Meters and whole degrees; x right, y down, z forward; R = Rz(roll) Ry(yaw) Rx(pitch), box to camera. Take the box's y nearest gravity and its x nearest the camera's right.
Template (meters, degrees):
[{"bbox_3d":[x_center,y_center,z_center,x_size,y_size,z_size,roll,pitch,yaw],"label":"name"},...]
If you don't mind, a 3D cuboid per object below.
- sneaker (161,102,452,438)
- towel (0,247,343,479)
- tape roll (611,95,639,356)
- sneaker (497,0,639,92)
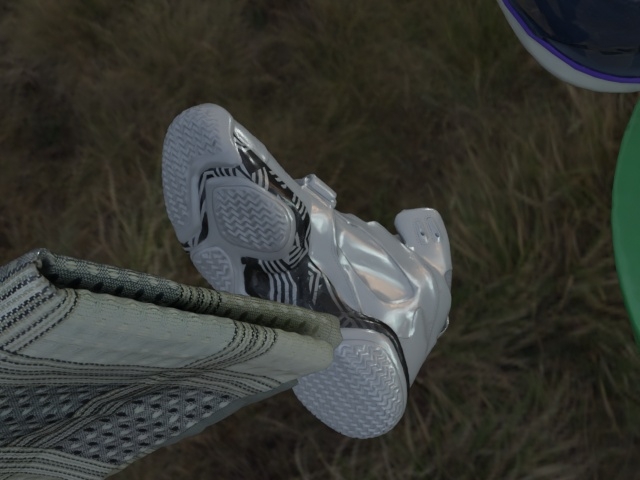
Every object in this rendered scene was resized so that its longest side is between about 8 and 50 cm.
[{"bbox_3d":[0.000,0.000,1.180,0.137,0.366,0.210,-24,13,43],"label":"sneaker"},{"bbox_3d":[-0.173,0.115,0.784,0.312,0.324,0.056,-31,66,25],"label":"towel"},{"bbox_3d":[0.271,-0.004,0.419,0.321,0.077,0.321,-14,48,16],"label":"tape roll"},{"bbox_3d":[0.062,-0.210,0.373,0.130,0.236,0.322,-27,80,-2],"label":"sneaker"}]
